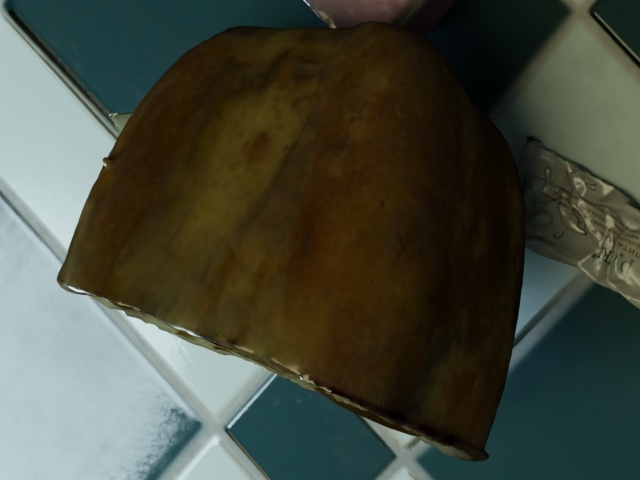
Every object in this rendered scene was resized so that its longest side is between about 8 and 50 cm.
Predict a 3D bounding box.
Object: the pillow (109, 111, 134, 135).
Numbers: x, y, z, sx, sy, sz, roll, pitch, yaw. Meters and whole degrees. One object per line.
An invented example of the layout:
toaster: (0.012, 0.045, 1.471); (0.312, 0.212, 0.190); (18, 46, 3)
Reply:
pillow: (-0.072, -0.027, 1.336); (0.134, 0.078, 0.181); (-9, 103, 35)

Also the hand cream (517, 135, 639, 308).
hand cream: (0.227, 0.026, 1.172); (0.257, 0.050, 0.084); (36, 123, 31)

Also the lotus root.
lotus root: (0.000, 0.000, 1.187); (0.316, 0.316, 0.250); (10, 74, 31)

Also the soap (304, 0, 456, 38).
soap: (0.059, -0.265, 1.153); (0.181, 0.081, 0.259); (47, 128, 11)
